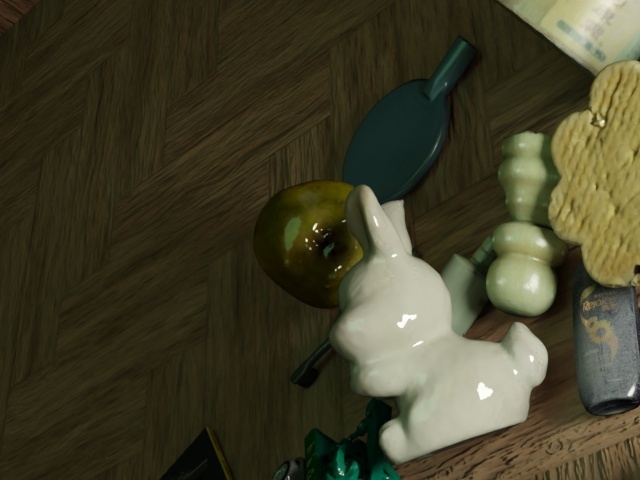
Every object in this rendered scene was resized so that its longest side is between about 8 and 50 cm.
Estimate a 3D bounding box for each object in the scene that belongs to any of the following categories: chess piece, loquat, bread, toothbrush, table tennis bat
[{"bbox_3d":[0.292,-0.014,1.694,0.133,0.133,0.243,2,74,51],"label":"chess piece"},{"bbox_3d":[0.000,0.000,1.961,0.213,0.213,0.246,-58,5,3],"label":"loquat"},{"bbox_3d":[0.409,-0.083,1.532,0.316,0.054,0.316,-13,73,49],"label":"bread"},{"bbox_3d":[0.056,0.124,1.951,0.297,0.030,0.030,-48,29,14],"label":"toothbrush"},{"bbox_3d":[0.148,-0.195,2.050,0.329,0.044,0.215,-53,35,13],"label":"table tennis bat"}]

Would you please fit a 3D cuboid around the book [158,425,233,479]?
[{"bbox_3d":[-0.211,0.515,2.004,0.262,0.028,0.374,-48,37,13],"label":"book"}]

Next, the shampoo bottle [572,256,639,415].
[{"bbox_3d":[0.365,0.106,1.573,0.087,0.049,0.234,-20,51,33],"label":"shampoo bottle"}]

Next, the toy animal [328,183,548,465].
[{"bbox_3d":[0.133,0.106,1.641,0.241,0.196,0.368,-33,73,7],"label":"toy animal"}]

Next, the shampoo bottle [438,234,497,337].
[{"bbox_3d":[0.178,0.105,1.769,0.262,0.085,0.085,-55,36,6],"label":"shampoo bottle"}]

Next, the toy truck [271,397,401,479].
[{"bbox_3d":[0.035,0.360,1.612,0.178,0.176,0.363,-52,13,19],"label":"toy truck"}]

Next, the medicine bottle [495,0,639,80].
[{"bbox_3d":[0.440,-0.434,1.698,0.406,0.235,0.236,-52,37,13],"label":"medicine bottle"}]
